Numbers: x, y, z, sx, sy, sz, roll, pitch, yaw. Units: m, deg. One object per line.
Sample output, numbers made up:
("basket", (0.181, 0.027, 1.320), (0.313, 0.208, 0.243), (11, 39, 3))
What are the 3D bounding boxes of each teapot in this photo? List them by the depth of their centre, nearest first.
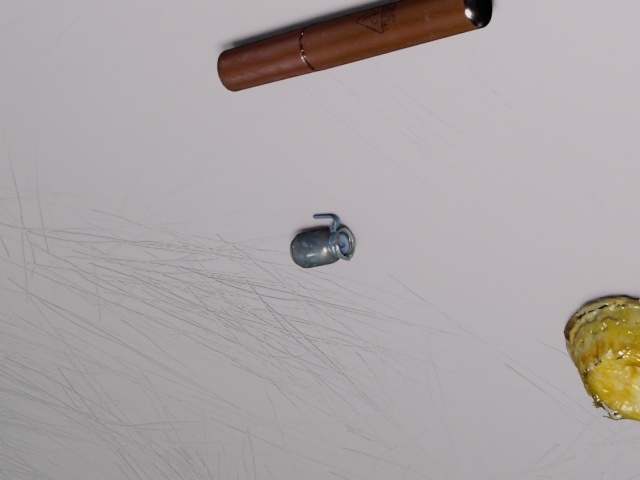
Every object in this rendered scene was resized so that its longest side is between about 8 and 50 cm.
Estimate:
("teapot", (0.003, 0.002, 2.050), (0.083, 0.064, 0.049), (-11, 160, 33))

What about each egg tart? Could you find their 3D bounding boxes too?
("egg tart", (0.409, 0.163, 1.974), (0.212, 0.090, 0.213), (15, 136, 15))

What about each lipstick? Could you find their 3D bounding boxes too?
("lipstick", (0.033, -0.230, 1.761), (0.356, 0.057, 0.057), (-10, 129, 37))
